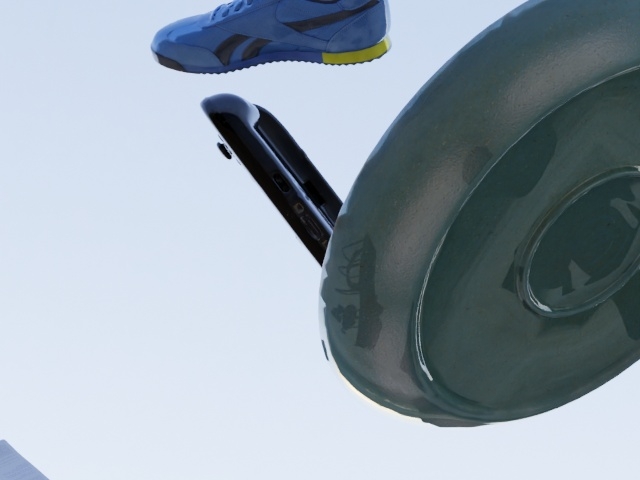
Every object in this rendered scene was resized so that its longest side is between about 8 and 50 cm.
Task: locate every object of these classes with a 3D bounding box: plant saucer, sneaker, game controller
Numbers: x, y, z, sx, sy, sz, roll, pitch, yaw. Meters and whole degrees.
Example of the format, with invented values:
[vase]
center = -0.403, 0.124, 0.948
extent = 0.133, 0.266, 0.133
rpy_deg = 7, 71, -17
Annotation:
[plant saucer]
center = 0.144, -0.007, 1.010
extent = 0.317, 0.044, 0.318
rpy_deg = -21, -44, -22
[sneaker]
center = -0.045, -0.187, 1.470
extent = 0.209, 0.069, 0.082
rpy_deg = -2, -54, 17
[game controller]
center = 0.000, 0.000, 1.606
extent = 0.067, 0.319, 0.166
rpy_deg = -40, -10, 10

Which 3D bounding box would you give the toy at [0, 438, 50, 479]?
[toy]
center = -0.320, 0.281, 1.761
extent = 0.137, 0.237, 0.056
rpy_deg = -24, -60, -26
